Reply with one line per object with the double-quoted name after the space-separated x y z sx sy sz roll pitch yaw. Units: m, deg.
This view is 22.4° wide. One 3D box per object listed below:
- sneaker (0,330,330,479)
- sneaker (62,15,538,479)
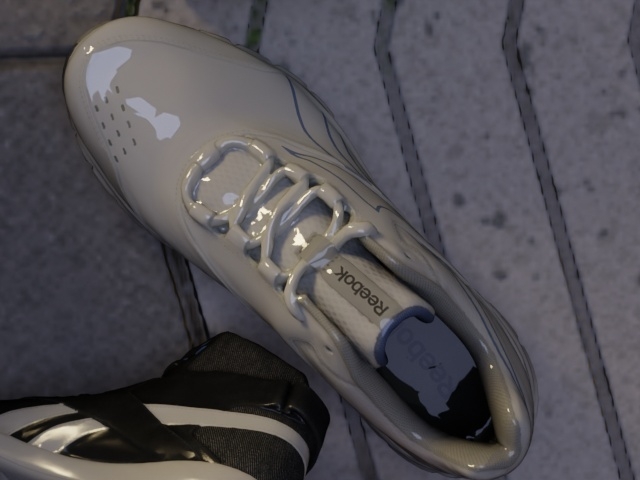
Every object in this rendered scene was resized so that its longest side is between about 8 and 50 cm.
-0.097 0.096 0.784 0.217 0.121 0.079 5 125 24 "sneaker"
0.000 0.000 0.760 0.297 0.129 0.111 41 89 -4 "sneaker"
